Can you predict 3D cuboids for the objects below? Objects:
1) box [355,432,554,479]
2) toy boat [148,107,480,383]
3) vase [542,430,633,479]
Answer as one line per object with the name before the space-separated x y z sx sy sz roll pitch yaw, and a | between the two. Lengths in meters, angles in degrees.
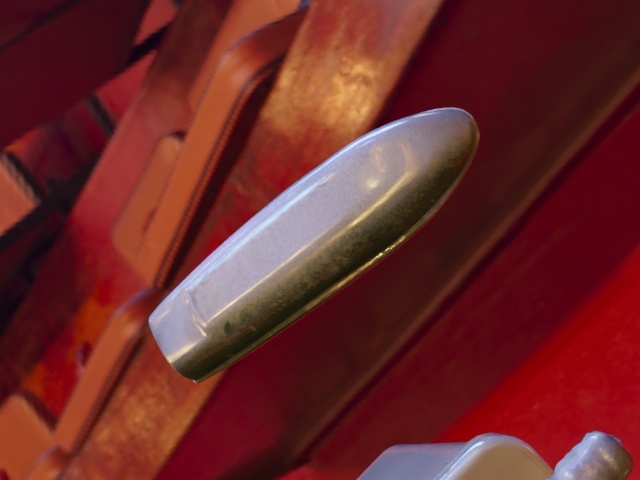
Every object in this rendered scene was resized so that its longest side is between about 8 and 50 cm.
box | 0.054 0.346 1.162 0.177 0.352 0.344 46 167 -1
toy boat | 0.000 0.000 0.852 0.260 0.085 0.078 -39 67 17
vase | 0.096 0.190 0.687 0.060 0.211 0.060 37 175 4
